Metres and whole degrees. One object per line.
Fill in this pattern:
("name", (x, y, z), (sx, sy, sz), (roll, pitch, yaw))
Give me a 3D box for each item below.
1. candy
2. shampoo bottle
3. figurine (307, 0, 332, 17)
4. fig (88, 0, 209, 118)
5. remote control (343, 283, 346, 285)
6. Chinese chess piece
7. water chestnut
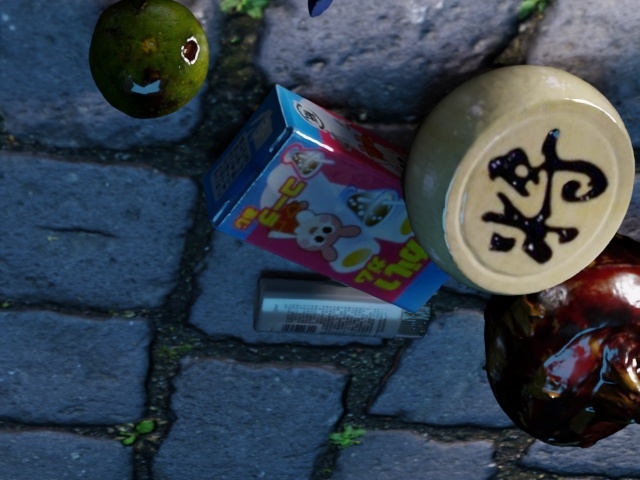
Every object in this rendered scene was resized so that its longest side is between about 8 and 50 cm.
("candy", (0.034, -0.040, 1.544), (0.306, 0.100, 0.157), (24, 120, -30))
("shampoo bottle", (0.028, 0.090, 1.757), (0.227, 0.056, 0.086), (3, 141, -8))
("figurine", (-0.078, -0.283, 1.265), (0.195, 0.111, 0.102), (10, 122, -11))
("fig", (-0.177, -0.183, 1.380), (0.123, 0.123, 0.156), (4, 179, -9))
("remote control", (0.000, 0.000, 1.663), (0.190, 0.029, 0.087), (26, 133, -31))
("Chinese chess piece", (0.216, -0.065, 1.466), (0.257, 0.104, 0.257), (-10, 120, -18))
("water chestnut", (0.344, 0.141, 1.678), (0.300, 0.300, 0.300), (-2, 141, -2))
